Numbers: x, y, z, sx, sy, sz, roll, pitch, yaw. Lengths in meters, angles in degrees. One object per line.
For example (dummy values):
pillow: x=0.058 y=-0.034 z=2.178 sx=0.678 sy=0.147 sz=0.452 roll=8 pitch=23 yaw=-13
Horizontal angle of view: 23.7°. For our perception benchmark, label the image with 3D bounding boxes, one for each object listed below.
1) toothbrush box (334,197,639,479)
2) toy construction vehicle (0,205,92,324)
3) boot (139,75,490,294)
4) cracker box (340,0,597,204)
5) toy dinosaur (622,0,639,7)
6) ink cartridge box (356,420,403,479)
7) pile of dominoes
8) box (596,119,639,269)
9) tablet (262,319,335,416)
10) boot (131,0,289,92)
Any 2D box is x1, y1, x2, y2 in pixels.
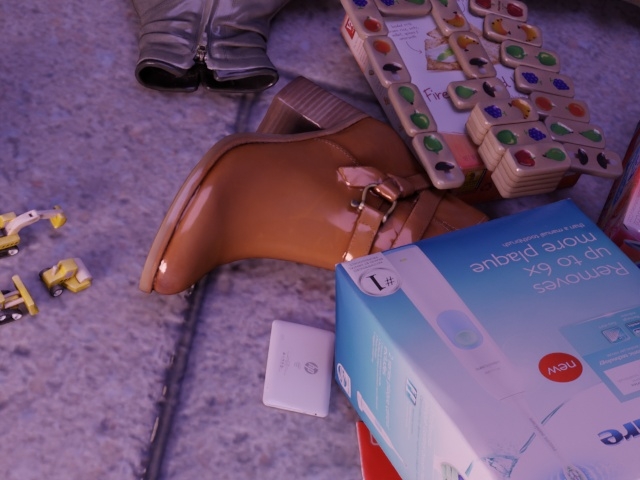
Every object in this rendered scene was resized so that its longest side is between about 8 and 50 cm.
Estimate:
toothbrush box: x=0.165 y=0.118 z=1.133 sx=0.216 sy=0.126 sz=0.295 roll=-15 pitch=40 yaw=-18
toy construction vehicle: x=-0.236 y=0.017 z=1.214 sx=0.098 sy=0.035 sz=0.086 roll=-17 pitch=60 yaw=-28
boot: x=0.000 y=0.000 z=1.274 sx=0.220 sy=0.109 sz=0.283 roll=37 pitch=44 yaw=7
cracker box: x=0.137 y=-0.147 z=1.441 sx=0.155 sy=0.067 sz=0.232 roll=-11 pitch=57 yaw=-26
toy dinosaur: x=0.249 y=-0.310 z=1.572 sx=0.313 sy=0.121 sz=0.160 roll=10 pitch=44 yaw=-14
ink cartridge box: x=0.173 y=0.235 z=1.161 sx=0.275 sy=0.060 sz=0.239 roll=5 pitch=53 yaw=-14
pile of dominoes: x=0.152 y=-0.150 z=1.376 sx=0.196 sy=0.040 sz=0.251 roll=-8 pitch=57 yaw=-26
box: x=0.341 y=-0.037 z=1.366 sx=0.142 sy=0.154 sz=0.300 roll=27 pitch=49 yaw=4
tablet: x=-0.017 y=0.103 z=1.236 sx=0.054 sy=0.006 sz=0.083 roll=13 pitch=51 yaw=-8
boot: x=-0.060 y=-0.205 z=1.427 sx=0.246 sy=0.083 sz=0.161 roll=-6 pitch=60 yaw=-13
